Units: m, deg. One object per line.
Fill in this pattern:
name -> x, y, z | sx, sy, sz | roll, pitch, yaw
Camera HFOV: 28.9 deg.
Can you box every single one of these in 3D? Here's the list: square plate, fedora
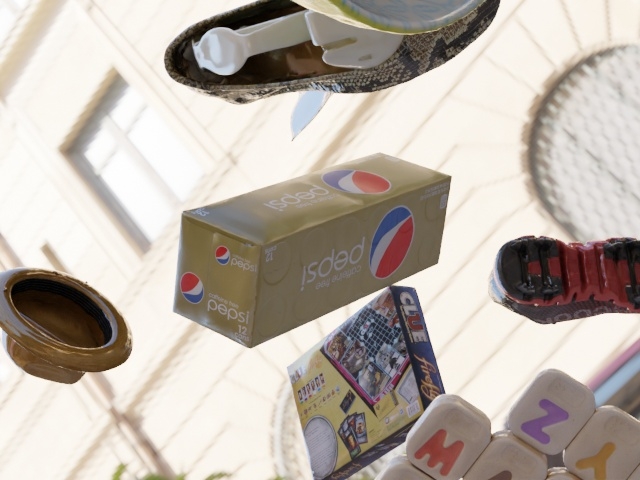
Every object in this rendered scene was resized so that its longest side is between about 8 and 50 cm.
square plate -> 0.076, -0.321, 1.802 | 0.347, 0.049, 0.344 | -53, 4, -15
fedora -> -0.322, 0.112, 1.489 | 0.194, 0.194, 0.079 | -7, -47, -50

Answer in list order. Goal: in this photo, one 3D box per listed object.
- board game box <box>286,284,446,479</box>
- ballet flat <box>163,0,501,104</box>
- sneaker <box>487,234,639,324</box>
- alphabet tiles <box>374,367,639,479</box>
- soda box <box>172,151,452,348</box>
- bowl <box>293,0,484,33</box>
board game box -> 0.053, 0.181, 1.524 | 0.042, 0.165, 0.243 | 4, -30, -35
ballet flat -> -0.012, -0.256, 1.558 | 0.483, 0.164, 0.182 | -8, 3, 39
sneaker -> 0.336, 0.054, 1.587 | 0.276, 0.098, 0.135 | 3, -19, -13
alphabet tiles -> 0.184, 0.256, 1.059 | 0.278, 0.284, 0.021 | -56, 2, 20
soda box -> 0.000, 0.000, 0.705 | 0.181, 0.058, 0.061 | -21, -55, -50
bowl -> 0.001, -0.269, 0.728 | 0.289, 0.156, 0.289 | -13, -72, -47
